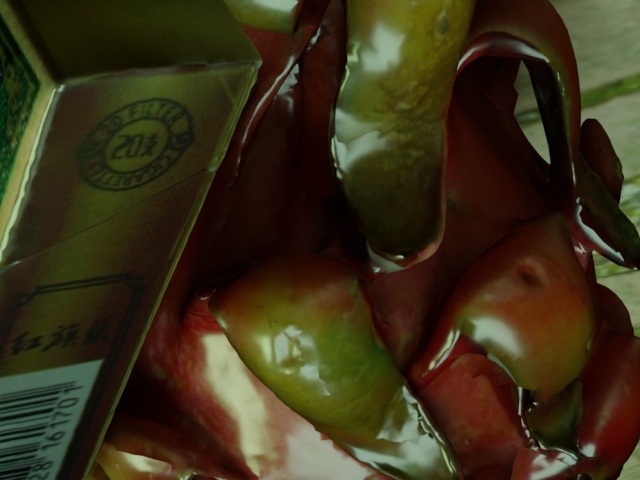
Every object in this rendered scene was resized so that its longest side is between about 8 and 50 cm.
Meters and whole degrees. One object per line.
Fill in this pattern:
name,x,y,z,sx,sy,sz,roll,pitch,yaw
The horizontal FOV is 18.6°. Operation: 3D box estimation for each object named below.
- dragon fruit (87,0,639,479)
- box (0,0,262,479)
dragon fruit,0.015,0.008,0.695,0.243,0.227,0.307,27,136,-14
box,-0.113,-0.017,0.609,0.071,0.159,0.240,-7,139,-32
